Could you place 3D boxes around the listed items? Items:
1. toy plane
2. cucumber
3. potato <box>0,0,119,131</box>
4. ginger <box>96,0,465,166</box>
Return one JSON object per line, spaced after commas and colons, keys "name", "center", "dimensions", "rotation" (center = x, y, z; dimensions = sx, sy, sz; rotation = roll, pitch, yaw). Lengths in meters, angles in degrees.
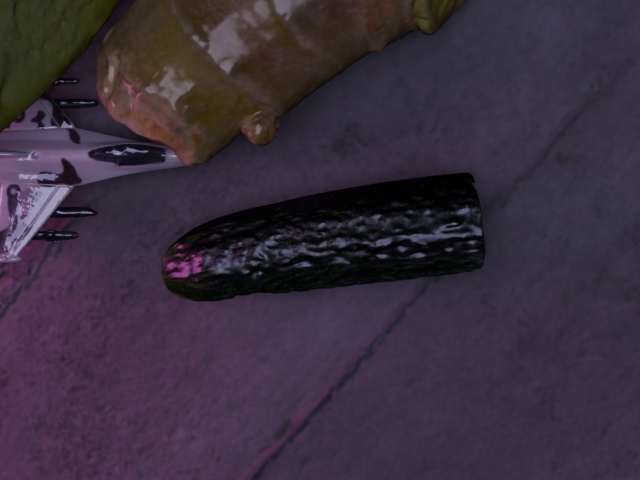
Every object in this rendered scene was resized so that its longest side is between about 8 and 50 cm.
{"name": "toy plane", "center": [-0.198, -0.060, 1.321], "dimensions": [0.234, 0.082, 0.160], "rotation": [1, 85, -9]}
{"name": "cucumber", "center": [0.000, 0.001, 1.300], "dimensions": [0.241, 0.074, 0.074], "rotation": [-8, 94, 9]}
{"name": "potato", "center": [-0.303, -0.223, 1.269], "dimensions": [0.280, 0.213, 0.330], "rotation": [15, 96, 27]}
{"name": "ginger", "center": [0.001, -0.183, 1.262], "dimensions": [0.354, 0.126, 0.190], "rotation": [-21, 78, 4]}
